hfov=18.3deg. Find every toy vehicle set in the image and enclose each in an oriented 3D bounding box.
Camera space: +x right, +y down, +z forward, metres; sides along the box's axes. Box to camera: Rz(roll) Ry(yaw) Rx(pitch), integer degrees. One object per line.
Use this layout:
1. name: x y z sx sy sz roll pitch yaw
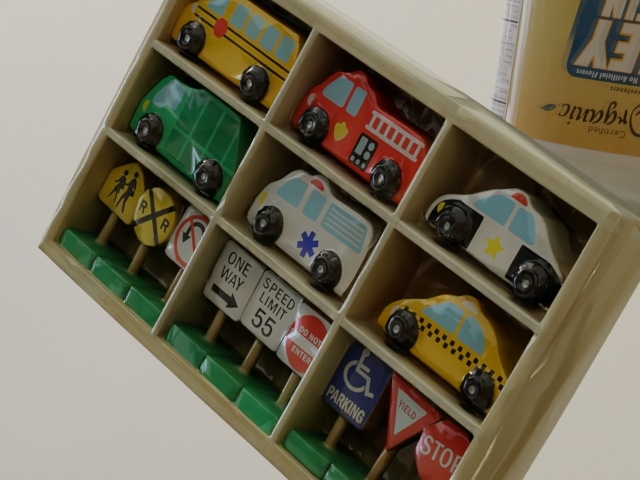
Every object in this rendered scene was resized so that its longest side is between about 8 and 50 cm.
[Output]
1. toy vehicle set: 0.000 0.000 0.827 0.035 0.166 0.267 13 19 -49

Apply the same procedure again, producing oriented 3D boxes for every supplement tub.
1. supplement tub: 0.167 -0.096 1.076 0.144 0.144 0.199 23 -72 61
